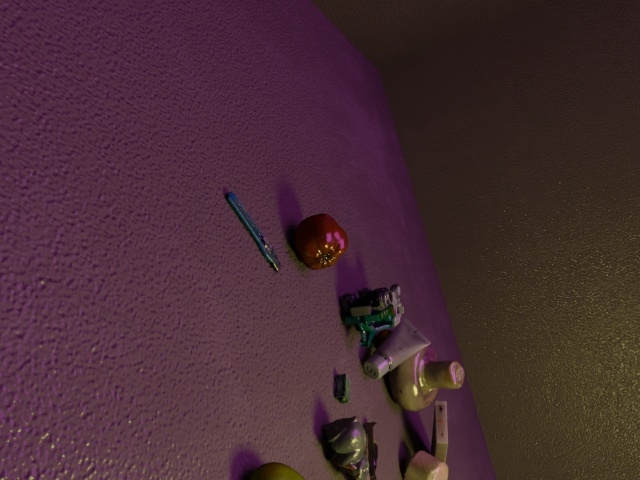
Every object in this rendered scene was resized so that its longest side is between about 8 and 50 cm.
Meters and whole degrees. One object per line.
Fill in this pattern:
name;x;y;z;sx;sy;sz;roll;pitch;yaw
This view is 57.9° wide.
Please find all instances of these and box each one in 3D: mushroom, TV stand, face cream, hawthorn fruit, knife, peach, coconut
mushroom;0.428;0.541;2.305;0.293;0.290;0.292;6;82;-55
TV stand;0.168;0.718;1.905;0.042;0.036;0.249;54;28;-41
face cream;0.286;0.412;2.195;0.143;0.089;0.314;44;48;18
hawthorn fruit;0.000;0.000;1.886;0.189;0.189;0.189;50;31;-44
knife;-0.184;-0.020;1.649;0.296;0.026;0.044;58;37;-32
peach;0.259;0.402;2.297;0.100;0.101;0.100;50;31;-44
coconut;0.385;0.869;2.168;0.147;0.153;0.146;-16;111;-46

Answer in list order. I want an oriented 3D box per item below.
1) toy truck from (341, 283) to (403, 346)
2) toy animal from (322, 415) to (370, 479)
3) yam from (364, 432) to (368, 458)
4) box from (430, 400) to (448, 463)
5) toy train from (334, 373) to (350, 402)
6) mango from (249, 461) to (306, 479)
toy truck;0.200;0.268;2.181;0.363;0.177;0.177;-16;97;-68
toy animal;0.099;0.629;1.677;0.236;0.138;0.108;59;-5;-7
yam;0.139;0.722;1.846;0.234;0.027;0.029;-81;150;-49
box;0.481;0.850;2.360;0.204;0.051;0.364;-77;167;-53
toy train;0.071;0.478;1.863;0.093;0.038;0.056;-85;155;-45
mango;-0.062;0.628;1.294;0.293;0.143;0.175;60;28;-1
